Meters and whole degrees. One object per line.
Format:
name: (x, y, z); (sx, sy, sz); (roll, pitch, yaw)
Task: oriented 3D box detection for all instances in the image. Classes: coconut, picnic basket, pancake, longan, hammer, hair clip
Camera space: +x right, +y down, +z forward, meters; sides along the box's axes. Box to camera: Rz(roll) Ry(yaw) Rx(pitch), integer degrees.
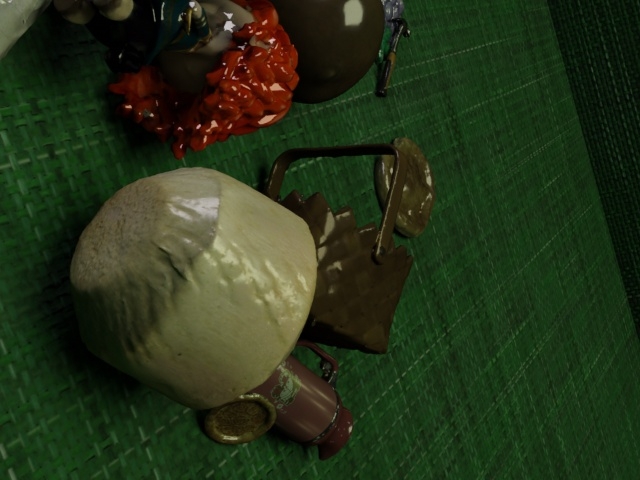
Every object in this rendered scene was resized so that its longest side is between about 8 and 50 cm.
coconut: (-0.142, 0.063, 1.136); (0.329, 0.329, 0.328); (24, 60, -51)
picnic basket: (0.000, 0.000, 1.403); (0.291, 0.254, 0.320); (33, 64, -48)
pancake: (0.194, -0.118, 1.931); (0.236, 0.042, 0.222); (-17, 92, -58)
longan: (-0.013, -0.356, 1.509); (0.258, 0.258, 0.258); (24, 60, -51)
hammer: (0.157, -0.406, 1.954); (0.078, 0.021, 0.200); (49, 53, -55)
hair clip: (0.137, -0.484, 1.975); (0.124, 0.052, 0.195); (42, 54, -49)
pancake: (-0.115, 0.260, 1.290); (0.115, 0.115, 0.011); (42, 16, -42)

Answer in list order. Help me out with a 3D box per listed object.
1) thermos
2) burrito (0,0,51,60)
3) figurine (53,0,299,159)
thermos: (-0.053, 0.228, 1.384); (0.330, 0.110, 0.136); (44, 38, -40)
burrito: (-0.409, -0.265, 1.018); (0.139, 0.101, 0.445); (56, 39, -36)
figurine: (-0.191, -0.296, 1.216); (0.306, 0.241, 0.411); (-86, 153, -42)
